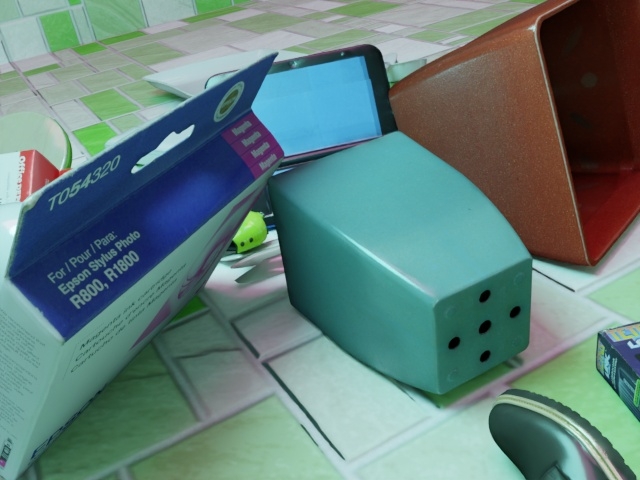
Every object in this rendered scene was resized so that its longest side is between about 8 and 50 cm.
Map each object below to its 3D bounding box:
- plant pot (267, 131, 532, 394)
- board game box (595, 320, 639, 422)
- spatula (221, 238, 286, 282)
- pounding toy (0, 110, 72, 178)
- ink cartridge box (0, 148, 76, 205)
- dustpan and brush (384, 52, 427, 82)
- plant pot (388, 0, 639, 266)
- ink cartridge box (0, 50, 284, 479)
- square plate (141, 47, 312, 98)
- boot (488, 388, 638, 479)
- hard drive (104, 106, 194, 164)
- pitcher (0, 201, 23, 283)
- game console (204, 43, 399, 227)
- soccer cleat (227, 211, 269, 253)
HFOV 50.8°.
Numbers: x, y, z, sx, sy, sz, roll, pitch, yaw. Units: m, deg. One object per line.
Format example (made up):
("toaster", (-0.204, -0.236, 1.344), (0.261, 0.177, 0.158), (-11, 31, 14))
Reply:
("plant pot", (0.083, 0.024, 0.654), (0.166, 0.165, 0.234), (-22, 34, -21))
("board game box", (0.331, 0.109, 0.529), (0.171, 0.048, 0.141), (-12, 26, -2))
("spatula", (0.000, 0.000, 0.836), (0.242, 0.019, 0.168), (-18, 9, -14))
("pounding toy", (-0.502, -0.094, 1.120), (0.237, 0.110, 0.183), (-34, 68, -4))
("ink cartridge box", (-0.470, -0.053, 0.997), (0.231, 0.078, 0.134), (-8, 69, 5))
("dustpan and brush", (0.148, -0.372, 1.450), (0.148, 0.060, 0.211), (-2, 29, 15))
("plant pot", (0.246, -0.145, 0.829), (0.236, 0.267, 0.267), (0, 27, 47))
("ink cartridge box", (-0.156, 0.019, 0.611), (0.071, 0.330, 0.324), (39, 41, 1))
("square plate", (-0.202, -0.388, 1.592), (0.347, 0.049, 0.344), (-22, 29, -26))
("boot", (0.139, 0.187, 0.431), (0.137, 0.076, 0.198), (-26, 30, -16))
("hard drive", (-0.201, -0.195, 1.263), (0.353, 0.047, 0.233), (12, 35, 35))
("pitcher", (-0.423, 0.043, 0.851), (0.207, 0.125, 0.177), (-13, 48, 17))
("game console", (-0.014, -0.162, 1.007), (0.293, 0.173, 0.250), (-13, 28, -4))
("soccer cleat", (-0.147, -0.017, 0.892), (0.179, 0.060, 0.072), (7, 30, 41))
